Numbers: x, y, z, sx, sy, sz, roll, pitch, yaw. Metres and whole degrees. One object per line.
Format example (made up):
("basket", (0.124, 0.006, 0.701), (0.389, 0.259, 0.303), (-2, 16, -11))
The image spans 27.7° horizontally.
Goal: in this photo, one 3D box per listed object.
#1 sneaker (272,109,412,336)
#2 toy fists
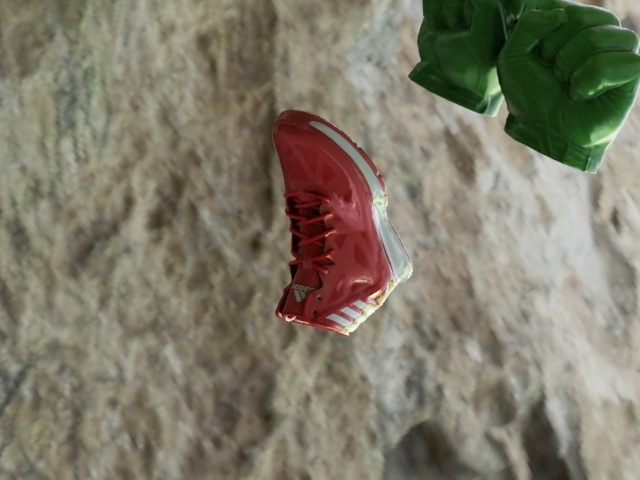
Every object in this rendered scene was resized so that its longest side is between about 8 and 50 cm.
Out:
("sneaker", (0.000, 0.000, 1.145), (0.128, 0.087, 0.221), (-53, -53, -27))
("toy fists", (0.192, -0.180, 1.252), (0.096, 0.142, 0.279), (11, -162, -40))
